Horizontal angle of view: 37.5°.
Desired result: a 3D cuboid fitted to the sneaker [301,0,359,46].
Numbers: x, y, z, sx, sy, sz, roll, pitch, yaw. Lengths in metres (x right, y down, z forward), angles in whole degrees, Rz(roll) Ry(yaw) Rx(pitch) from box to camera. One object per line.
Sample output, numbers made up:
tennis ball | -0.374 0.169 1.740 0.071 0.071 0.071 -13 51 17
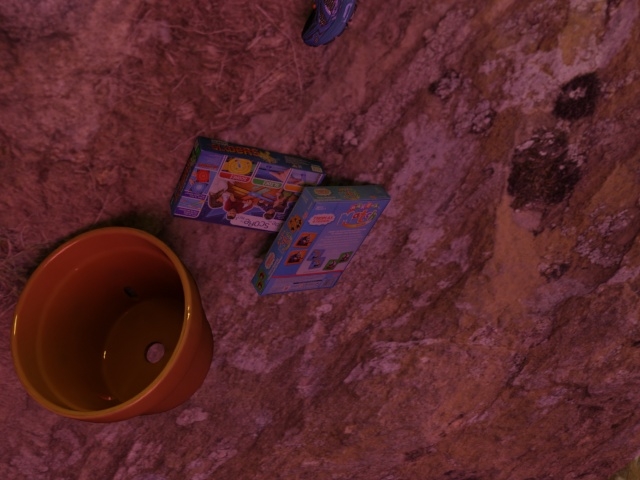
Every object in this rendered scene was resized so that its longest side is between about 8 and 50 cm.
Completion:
sneaker | 0.014 -0.346 1.178 0.087 0.083 0.221 14 124 -12

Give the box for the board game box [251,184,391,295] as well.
board game box | 0.000 0.000 1.512 0.160 0.039 0.211 -4 139 -40

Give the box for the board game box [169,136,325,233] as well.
board game box | -0.111 -0.078 1.431 0.201 0.035 0.136 10 130 -26

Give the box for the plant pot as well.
plant pot | -0.292 0.150 1.449 0.291 0.290 0.203 -24 152 7
